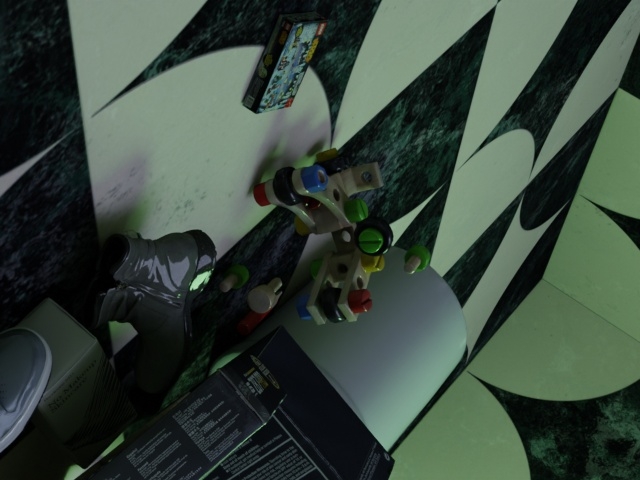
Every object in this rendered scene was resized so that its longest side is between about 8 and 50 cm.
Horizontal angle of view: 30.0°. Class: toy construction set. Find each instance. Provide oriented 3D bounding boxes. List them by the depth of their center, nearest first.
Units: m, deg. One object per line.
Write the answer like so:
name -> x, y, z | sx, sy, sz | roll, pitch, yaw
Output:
toy construction set -> 0.000, 0.000, 1.867 | 0.309, 0.257, 0.237 | -42, -178, 29

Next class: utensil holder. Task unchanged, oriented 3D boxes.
utensil holder -> 0.042, 0.225, 2.134 | 0.385, 0.327, 0.327 | -42, 157, -40

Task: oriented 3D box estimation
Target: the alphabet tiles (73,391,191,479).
alphabet tiles -> -0.323, 0.325, 1.677 | 0.285, 0.011, 0.342 | -38, 178, 16

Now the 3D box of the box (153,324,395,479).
box -> -0.095, 0.343, 1.858 | 0.296, 0.294, 0.183 | -36, -172, 24

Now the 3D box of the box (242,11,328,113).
box -> -0.046, -0.238, 1.593 | 0.094, 0.027, 0.137 | -24, 144, -58

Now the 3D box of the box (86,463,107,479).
box -> -0.385, 0.465, 1.926 | 0.191, 0.045, 0.184 | -46, 157, -22

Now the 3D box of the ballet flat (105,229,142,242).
ballet flat -> -0.260, 0.049, 1.543 | 0.052, 0.057, 0.168 | -13, 138, -23

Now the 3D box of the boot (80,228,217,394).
boot -> -0.236, 0.092, 1.495 | 0.161, 0.083, 0.246 | -7, 123, -45

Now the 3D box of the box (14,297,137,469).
box -> -0.325, 0.190, 1.530 | 0.113, 0.094, 0.275 | -47, 160, -18

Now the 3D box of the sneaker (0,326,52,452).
sneaker -> -0.419, 0.192, 1.282 | 0.295, 0.124, 0.178 | -48, 169, -16

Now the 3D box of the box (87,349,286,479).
box -> -0.225, 0.306, 1.501 | 0.395, 0.097, 0.318 | -41, 178, 2

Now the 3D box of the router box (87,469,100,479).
router box -> -0.312, 0.389, 1.731 | 0.179, 0.133, 0.046 | -38, 117, 0
